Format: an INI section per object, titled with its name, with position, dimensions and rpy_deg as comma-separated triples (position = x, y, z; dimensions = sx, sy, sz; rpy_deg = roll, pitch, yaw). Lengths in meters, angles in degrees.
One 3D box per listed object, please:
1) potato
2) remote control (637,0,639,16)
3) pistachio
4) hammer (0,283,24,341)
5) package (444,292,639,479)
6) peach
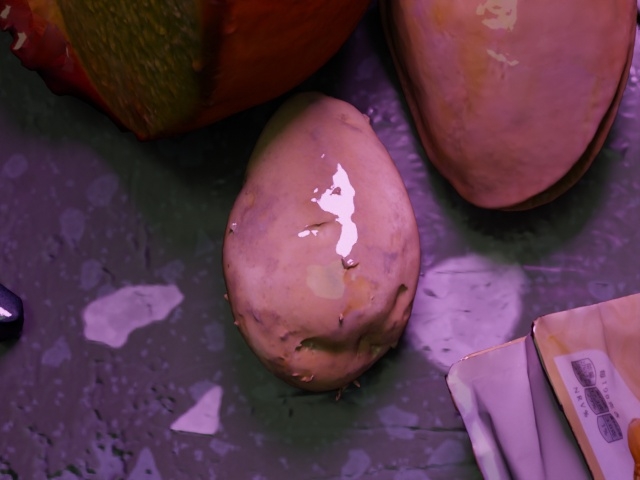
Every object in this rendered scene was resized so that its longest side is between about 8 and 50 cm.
[potato]
position = 0.005, 0.000, 1.426
dimensions = 0.161, 0.128, 0.234
rpy_deg = 17, 77, 4
[remote control]
position = 0.267, -0.227, 1.489
dimensions = 0.067, 0.029, 0.261
rpy_deg = -43, 77, -2
[pistachio]
position = 0.155, -0.159, 1.422
dimensions = 0.213, 0.163, 0.260
rpy_deg = -23, 79, 36
[hammer]
position = -0.374, 0.004, 1.491
dimensions = 0.290, 0.037, 0.137
rpy_deg = 31, 50, 4
[package]
position = 0.224, 0.210, 1.374
dimensions = 0.165, 0.221, 0.311
rpy_deg = -29, 78, 41
[peach]
position = -0.096, -0.280, 1.381
dimensions = 0.335, 0.406, 0.310
rpy_deg = 34, 58, 20
